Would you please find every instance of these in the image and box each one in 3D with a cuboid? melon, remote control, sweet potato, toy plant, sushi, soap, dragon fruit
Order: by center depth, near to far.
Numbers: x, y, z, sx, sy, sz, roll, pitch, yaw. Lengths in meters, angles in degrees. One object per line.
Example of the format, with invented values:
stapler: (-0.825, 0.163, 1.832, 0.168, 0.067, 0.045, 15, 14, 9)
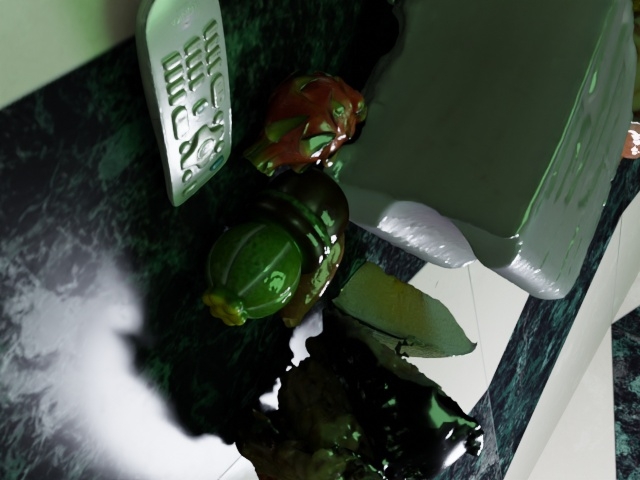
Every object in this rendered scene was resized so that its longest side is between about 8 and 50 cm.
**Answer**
remote control: (-0.106, -0.112, 0.811, 0.073, 0.044, 0.229, -49, 160, -26)
dragon fruit: (-0.016, -0.101, 0.961, 0.116, 0.081, 0.086, -43, 160, 9)
toy plant: (-0.045, 0.009, 0.991, 0.162, 0.093, 0.093, -51, 153, -28)
sweet potato: (0.000, 0.000, 1.129, 0.056, 0.056, 0.195, 13, 96, -66)
sushi: (0.031, 0.211, 1.198, 0.219, 0.225, 0.238, -43, 130, -10)
soap: (0.208, -0.130, 1.200, 0.350, 0.213, 0.435, -71, 159, -5)
melon: (0.091, 0.102, 1.357, 0.139, 0.202, 0.093, -39, -149, 59)

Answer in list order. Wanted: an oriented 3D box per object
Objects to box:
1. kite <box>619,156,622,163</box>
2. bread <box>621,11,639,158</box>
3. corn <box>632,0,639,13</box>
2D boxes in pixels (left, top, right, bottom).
kite: (0.597, -0.274, 2.020, 0.327, 0.013, 0.377, 113, 1, -68)
bread: (0.487, -0.251, 1.740, 0.244, 0.190, 0.123, -58, 169, -25)
corn: (0.595, -0.456, 1.841, 0.120, 0.120, 0.363, -10, 119, -62)
